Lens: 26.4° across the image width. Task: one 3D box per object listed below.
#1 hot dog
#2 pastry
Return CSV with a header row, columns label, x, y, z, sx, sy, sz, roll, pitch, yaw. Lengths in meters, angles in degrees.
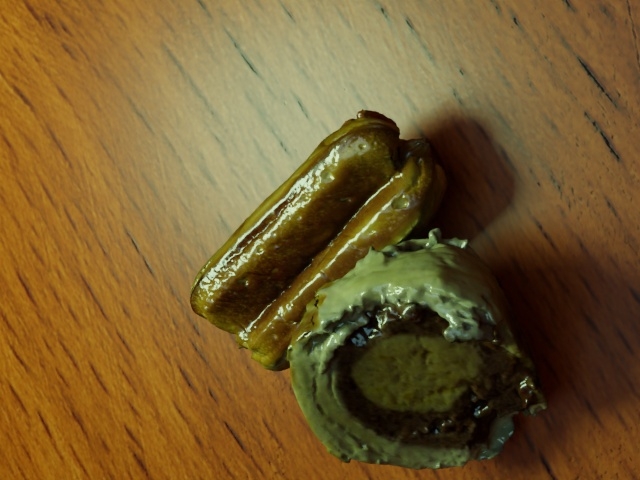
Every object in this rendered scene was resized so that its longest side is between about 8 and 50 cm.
label,x,y,z,sx,sy,sz,roll,pitch,yaw
hot dog,0.000,0.000,1.498,0.158,0.117,0.349,41,120,-2
pastry,0.098,0.109,1.408,0.237,0.170,0.256,-16,131,18
